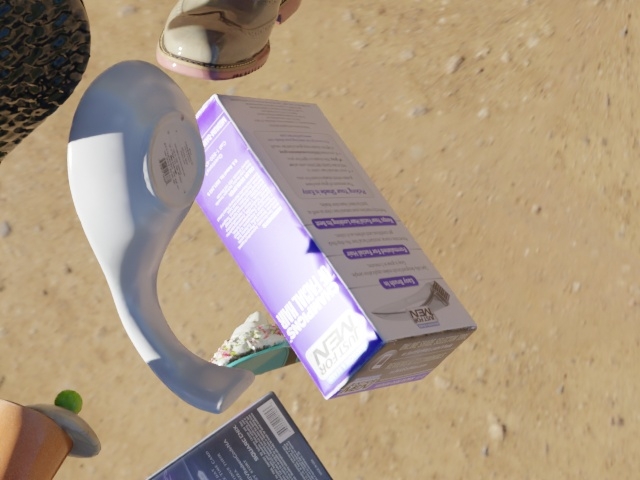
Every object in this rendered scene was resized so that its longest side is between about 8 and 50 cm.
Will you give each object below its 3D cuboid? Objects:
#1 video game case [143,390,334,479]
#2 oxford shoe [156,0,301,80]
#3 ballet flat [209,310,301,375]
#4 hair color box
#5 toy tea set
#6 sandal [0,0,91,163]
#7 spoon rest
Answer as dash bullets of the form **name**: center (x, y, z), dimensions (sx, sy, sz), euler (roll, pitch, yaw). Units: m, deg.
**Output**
- **video game case**: center (-0.095, 0.308, 1.337), dimensions (0.196, 0.274, 0.026), euler (56, 144, 3)
- **oxford shoe**: center (-0.097, -0.288, 1.427), dimensions (0.123, 0.348, 0.130), euler (16, 124, 4)
- **ballet flat**: center (-0.051, 0.123, 1.642), dimensions (0.077, 0.241, 0.091), euler (60, 144, 25)
- **hair color box**: center (0.000, 0.000, 1.383), dimensions (0.110, 0.185, 0.338), euler (-49, 64, 28)
- **toy tea set**: center (-0.275, 0.154, 0.947), dimensions (0.336, 0.124, 0.200), euler (-4, 141, 34)
- **sandal**: center (-0.283, -0.101, 0.869), dimensions (0.446, 0.168, 0.107), euler (-34, 69, 59)
- **spoon rest**: center (-0.125, 0.000, 0.961), dimensions (0.084, 0.137, 0.276), euler (1, 115, 31)
